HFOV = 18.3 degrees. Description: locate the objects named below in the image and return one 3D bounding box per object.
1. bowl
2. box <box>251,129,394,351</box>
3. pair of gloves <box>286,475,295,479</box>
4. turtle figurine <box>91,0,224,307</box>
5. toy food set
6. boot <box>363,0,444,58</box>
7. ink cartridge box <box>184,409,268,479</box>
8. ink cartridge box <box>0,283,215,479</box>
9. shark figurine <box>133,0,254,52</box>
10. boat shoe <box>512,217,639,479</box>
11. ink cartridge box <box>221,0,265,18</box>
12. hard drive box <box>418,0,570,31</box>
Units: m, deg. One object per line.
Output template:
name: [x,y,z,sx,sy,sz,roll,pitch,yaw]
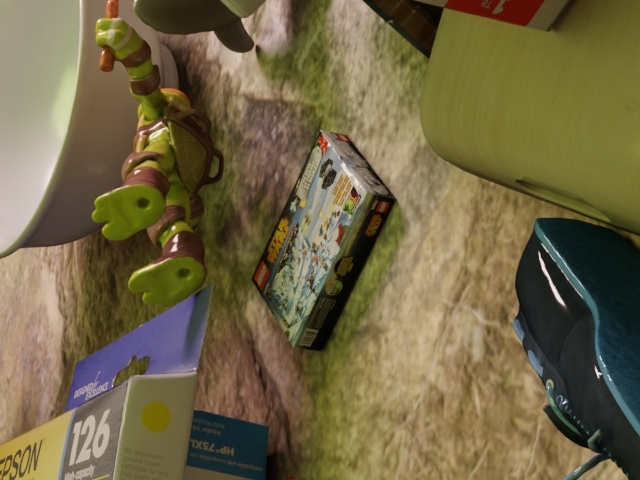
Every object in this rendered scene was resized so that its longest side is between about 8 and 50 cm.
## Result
bowl: [-0.217,-0.120,1.772,0.298,0.134,0.297,-26,59,54]
box: [0.000,0.000,1.467,0.137,0.027,0.094,-64,34,23]
pair of gloves: [-0.008,0.265,1.399,0.159,0.023,0.198,24,101,61]
turtle figurine: [-0.117,-0.050,1.533,0.217,0.087,0.269,-92,-6,-53]
toy food set: [0.189,-0.160,1.157,0.220,0.092,0.306,25,103,48]
boot: [0.067,-0.212,1.404,0.106,0.082,0.219,-47,33,9]
ink cartridge box: [-0.107,0.256,1.483,0.134,0.078,0.231,-39,42,54]
ink cartridge box: [-0.187,0.204,1.515,0.303,0.072,0.307,-30,50,59]
shark figurine: [-0.033,-0.256,1.573,0.116,0.166,0.278,7,67,35]
boat shoe: [0.173,0.081,1.097,0.258,0.109,0.089,-102,26,-62]
ink cartridge box: [-0.006,-0.324,1.325,0.308,0.091,0.385,-45,24,5]
hard drive box: [0.107,-0.239,1.056,0.232,0.181,0.089,-55,49,29]
